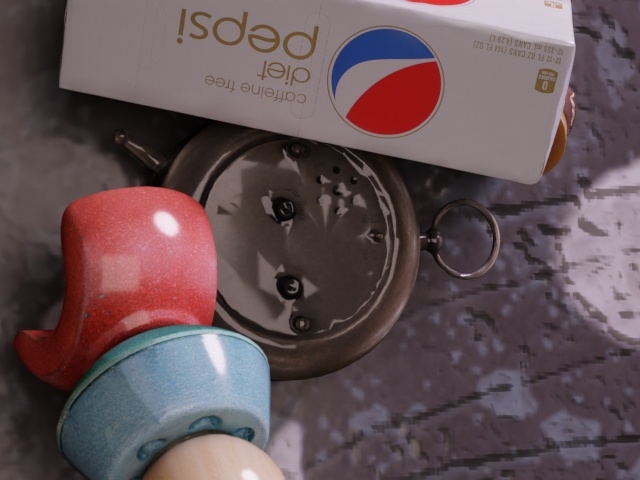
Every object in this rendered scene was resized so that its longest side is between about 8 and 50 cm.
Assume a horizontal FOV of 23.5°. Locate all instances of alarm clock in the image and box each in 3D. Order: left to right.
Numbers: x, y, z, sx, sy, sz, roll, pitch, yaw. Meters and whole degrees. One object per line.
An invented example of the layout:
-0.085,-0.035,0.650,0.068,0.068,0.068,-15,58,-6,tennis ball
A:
0.000,0.000,0.724,0.192,0.064,0.129,-2,85,-22,alarm clock

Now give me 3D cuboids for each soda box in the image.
0.000,-0.087,0.678,0.216,0.074,0.069,11,115,2,soda box

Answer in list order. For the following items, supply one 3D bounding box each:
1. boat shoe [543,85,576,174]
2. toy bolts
0.037,-0.111,0.746,0.207,0.073,0.073,39,35,-14,boat shoe
-0.126,0.090,0.576,0.228,0.218,0.158,-4,45,-30,toy bolts
